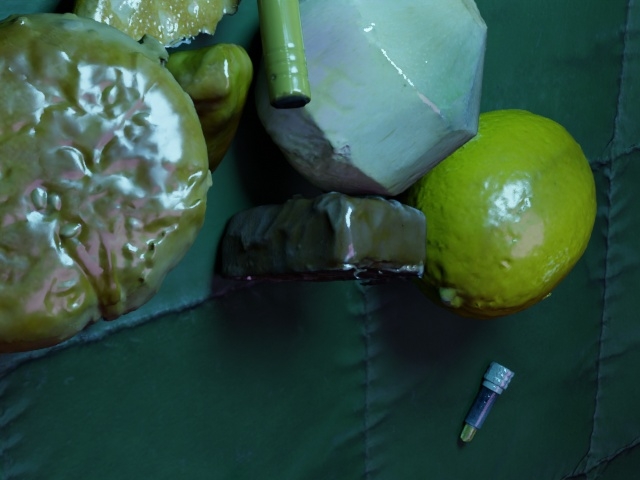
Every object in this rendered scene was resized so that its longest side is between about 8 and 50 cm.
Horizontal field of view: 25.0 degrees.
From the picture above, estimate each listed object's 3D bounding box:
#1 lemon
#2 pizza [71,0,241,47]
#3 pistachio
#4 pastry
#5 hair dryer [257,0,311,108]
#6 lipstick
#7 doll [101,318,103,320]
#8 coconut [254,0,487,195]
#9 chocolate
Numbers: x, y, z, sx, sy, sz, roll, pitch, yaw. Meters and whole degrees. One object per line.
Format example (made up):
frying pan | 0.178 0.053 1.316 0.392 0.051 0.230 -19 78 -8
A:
lemon | 0.210 -0.033 1.735 0.263 0.236 0.236 -61 147 -55
pizza | -0.160 -0.239 1.401 0.246 0.058 0.127 -48 117 -37
pistachio | -0.125 -0.139 1.439 0.110 0.100 0.189 -54 172 -38
pastry | -0.254 -0.049 1.276 0.316 0.184 0.284 -36 100 -18
hair dryer | -0.053 -0.263 1.408 0.135 0.090 0.278 10 66 -47
lipstick | 0.225 0.225 1.990 0.037 0.037 0.116 29 89 -47
doll | -0.217 -0.002 1.441 0.160 0.059 0.161 19 90 -46
coconut | 0.065 -0.176 1.538 0.259 0.259 0.259 -19 118 -40
chocolate | 0.000 0.000 1.567 0.148 0.214 0.093 9 82 -45
